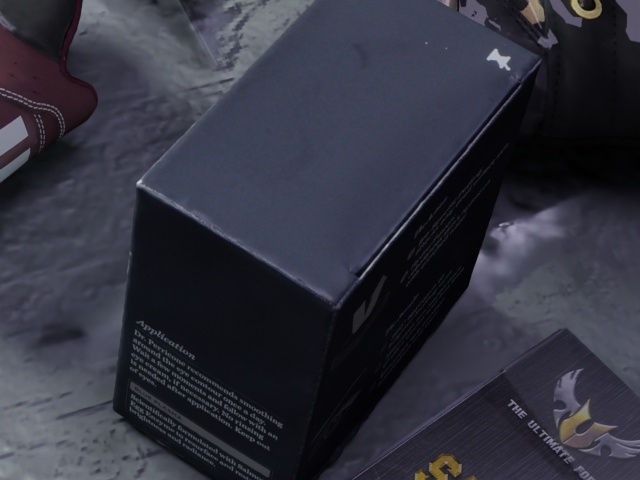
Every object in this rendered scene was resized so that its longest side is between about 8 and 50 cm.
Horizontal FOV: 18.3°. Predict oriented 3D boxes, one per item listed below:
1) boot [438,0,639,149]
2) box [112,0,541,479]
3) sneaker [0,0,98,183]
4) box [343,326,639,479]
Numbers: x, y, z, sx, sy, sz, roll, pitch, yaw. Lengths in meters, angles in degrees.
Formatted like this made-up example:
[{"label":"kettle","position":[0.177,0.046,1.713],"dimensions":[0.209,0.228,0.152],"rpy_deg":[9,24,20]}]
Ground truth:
[{"label":"boot","position":[0.182,-0.183,0.986],"dimensions":[0.284,0.138,0.377],"rpy_deg":[14,56,1]},{"label":"box","position":[0.000,0.000,0.804],"dimensions":[0.093,0.158,0.156],"rpy_deg":[31,54,13]},{"label":"sneaker","position":[-0.211,-0.129,0.910],"dimensions":[0.162,0.106,0.281],"rpy_deg":[-33,76,-35]},{"label":"box","position":[0.106,0.167,0.763],"dimensions":[0.183,0.056,0.231],"rpy_deg":[-32,65,-28]}]
